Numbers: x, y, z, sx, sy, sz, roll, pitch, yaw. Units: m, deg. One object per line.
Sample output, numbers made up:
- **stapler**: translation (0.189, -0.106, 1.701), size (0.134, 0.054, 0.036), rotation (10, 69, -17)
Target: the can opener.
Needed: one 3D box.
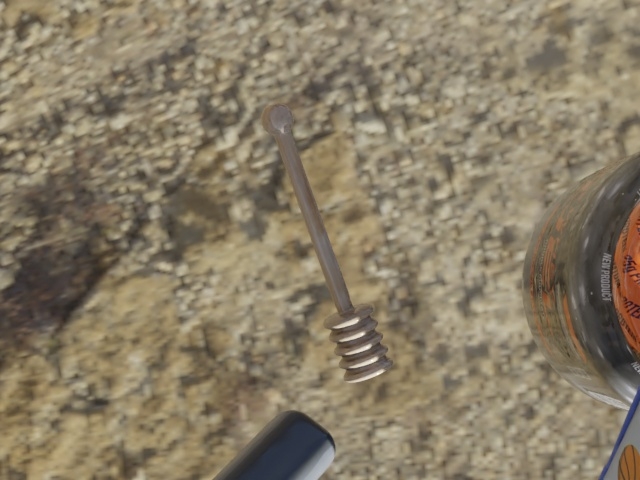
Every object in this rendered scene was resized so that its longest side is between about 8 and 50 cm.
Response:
- **can opener**: translation (-0.060, 0.191, 0.898), size (0.093, 0.074, 0.280), rotation (34, 32, 5)

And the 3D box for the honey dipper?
- **honey dipper**: translation (0.000, 0.000, 0.918), size (0.030, 0.030, 0.160), rotation (-25, 98, -38)

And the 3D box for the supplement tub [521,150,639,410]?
- **supplement tub**: translation (0.268, 0.032, 1.205), size (0.207, 0.338, 0.207), rotation (0, 87, -1)

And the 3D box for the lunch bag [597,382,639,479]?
- **lunch bag**: translation (0.241, 0.210, 0.948), size (0.115, 0.303, 0.243), rotation (-3, 45, -10)
